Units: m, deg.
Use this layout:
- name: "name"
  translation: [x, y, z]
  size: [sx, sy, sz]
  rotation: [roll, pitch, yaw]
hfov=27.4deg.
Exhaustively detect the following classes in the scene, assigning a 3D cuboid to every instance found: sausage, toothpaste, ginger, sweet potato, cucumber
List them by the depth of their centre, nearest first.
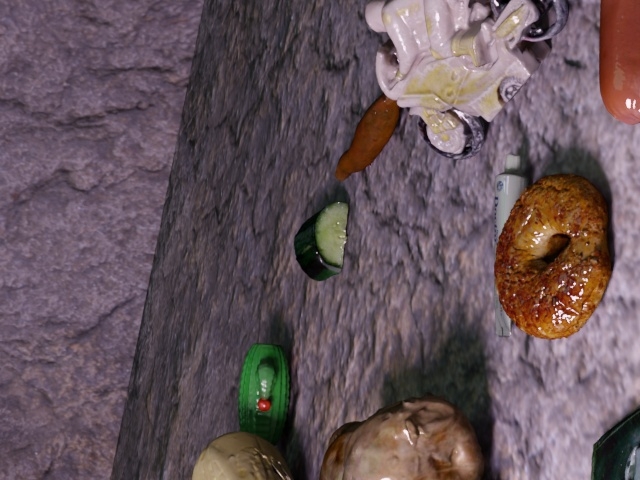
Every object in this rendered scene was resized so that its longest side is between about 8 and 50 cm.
- name: "sausage"
  translation: [0.317, -0.210, 1.319]
  size: [0.077, 0.077, 0.194]
  rotation: [155, 123, -68]
- name: "toothpaste"
  translation: [0.222, 0.006, 1.553]
  size: [0.064, 0.041, 0.218]
  rotation: [154, 120, -82]
- name: "ginger"
  translation: [0.091, 0.307, 1.602]
  size: [0.375, 0.176, 0.256]
  rotation: [177, 85, -71]
- name: "sweet potato"
  translation: [0.074, -0.154, 2.018]
  size: [0.264, 0.057, 0.057]
  rotation: [123, 149, -55]
- name: "cucumber"
  translation: [0.000, 0.000, 2.155]
  size: [0.115, 0.062, 0.116]
  rotation: [146, 131, -70]

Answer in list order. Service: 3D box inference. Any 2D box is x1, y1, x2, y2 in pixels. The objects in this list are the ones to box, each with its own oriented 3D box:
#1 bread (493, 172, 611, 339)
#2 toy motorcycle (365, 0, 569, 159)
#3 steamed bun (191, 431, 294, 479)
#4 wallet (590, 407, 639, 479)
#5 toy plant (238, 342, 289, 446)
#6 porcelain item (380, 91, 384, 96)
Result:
- name: "bread"
  translation: [0.249, 0.017, 1.432]
  size: [0.193, 0.064, 0.193]
  rotation: [-169, 90, -68]
- name: "toy motorcycle"
  translation: [0.159, -0.244, 1.594]
  size: [0.108, 0.223, 0.340]
  rotation: [-48, -5, -35]
- name: "steamed bun"
  translation: [-0.110, 0.462, 2.125]
  size: [0.232, 0.166, 0.273]
  rotation: [47, 133, 51]
- name: "wallet"
  translation: [0.309, 0.217, 1.196]
  size: [0.236, 0.055, 0.160]
  rotation: [126, 154, -54]
- name: "toy plant"
  translation: [-0.100, 0.294, 2.283]
  size: [0.154, 0.088, 0.240]
  rotation: [-99, 12, -70]
- name: "porcelain item"
  translation: [0.109, -0.223, 1.985]
  size: [0.083, 0.028, 0.036]
  rotation: [131, 159, -60]
